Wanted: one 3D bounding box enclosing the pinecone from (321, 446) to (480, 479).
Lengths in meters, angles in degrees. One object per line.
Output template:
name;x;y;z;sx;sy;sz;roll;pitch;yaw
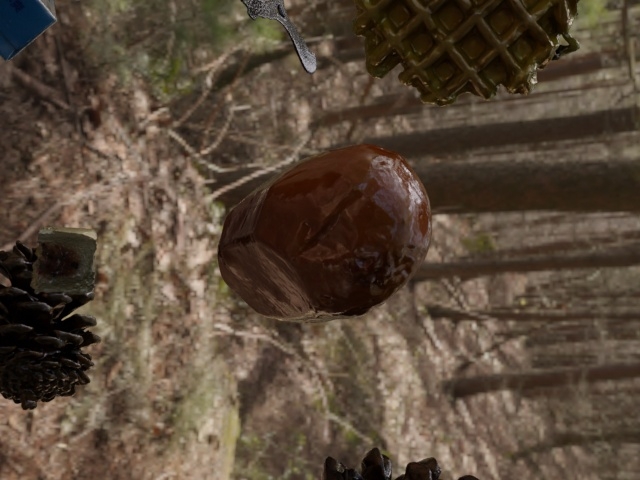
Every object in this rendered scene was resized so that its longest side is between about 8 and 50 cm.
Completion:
pinecone;0.120;0.381;1.077;0.296;0.242;0.298;26;41;-41

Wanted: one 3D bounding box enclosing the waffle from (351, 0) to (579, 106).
waffle;0.174;-0.301;1.097;0.062;0.329;0.329;-76;158;-79

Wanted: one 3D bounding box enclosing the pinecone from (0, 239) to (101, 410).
pinecone;-0.496;0.145;1.648;0.244;0.244;0.309;42;44;-53

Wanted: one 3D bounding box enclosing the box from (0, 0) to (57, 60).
box;-0.354;-0.281;1.023;0.139;0.073;0.194;51;1;-27

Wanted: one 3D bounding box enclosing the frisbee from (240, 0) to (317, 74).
frisbee;-0.076;-0.363;1.512;0.187;0.012;0.211;-11;82;-63

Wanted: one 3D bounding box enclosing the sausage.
sausage;0.002;-0.001;0.737;0.133;0.258;0.133;3;81;-18

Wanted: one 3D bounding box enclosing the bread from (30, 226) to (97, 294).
bread;-0.284;0.023;1.077;0.035;0.070;0.083;-120;-139;-57
